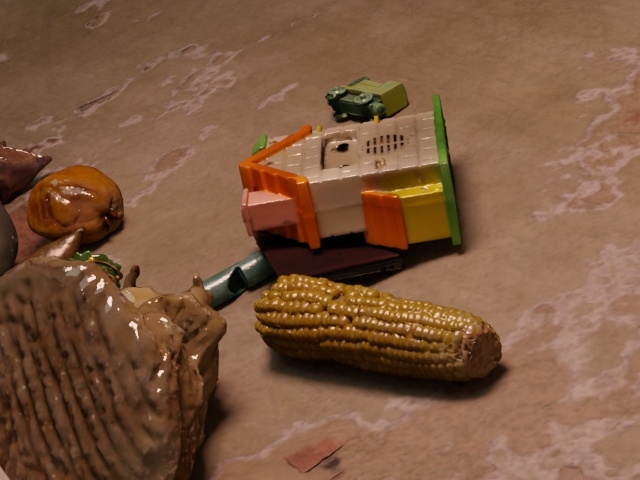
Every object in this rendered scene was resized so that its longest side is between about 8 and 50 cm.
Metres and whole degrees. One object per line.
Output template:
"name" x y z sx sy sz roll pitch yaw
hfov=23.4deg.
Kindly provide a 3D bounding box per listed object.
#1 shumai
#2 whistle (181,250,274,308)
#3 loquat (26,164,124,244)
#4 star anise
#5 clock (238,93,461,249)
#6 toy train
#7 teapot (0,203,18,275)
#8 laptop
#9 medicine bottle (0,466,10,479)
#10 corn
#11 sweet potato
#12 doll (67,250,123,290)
"shumai" -0.204 0.167 1.662 0.267 0.262 0.314 -47 64 23
"whistle" -0.137 0.065 1.890 0.186 0.039 0.039 -29 29 -10
"loquat" -0.342 -0.046 2.166 0.137 0.113 0.137 0 15 0
"star anise" -0.586 -0.077 2.396 0.349 0.109 0.292 -10 22 3
"clock" 0.035 -0.071 1.874 0.255 0.106 0.220 -9 26 7
"toy train" 0.063 -0.200 2.187 0.081 0.050 0.122 -32 29 -25
"teapot" -0.539 0.038 2.111 0.183 0.183 0.251 2 48 39
"laptop" 0.000 0.000 1.878 0.154 0.026 0.207 -12 26 -12
"medicine bottle" -0.425 0.330 1.512 0.293 0.170 0.170 -34 30 -21
"corn" 0.049 0.095 1.652 0.320 0.097 0.097 8 41 41
"sweet potato" -0.401 0.083 2.023 0.269 0.075 0.075 -44 32 -8
"doll" -0.284 0.077 1.979 0.078 0.076 0.113 -38 52 27
